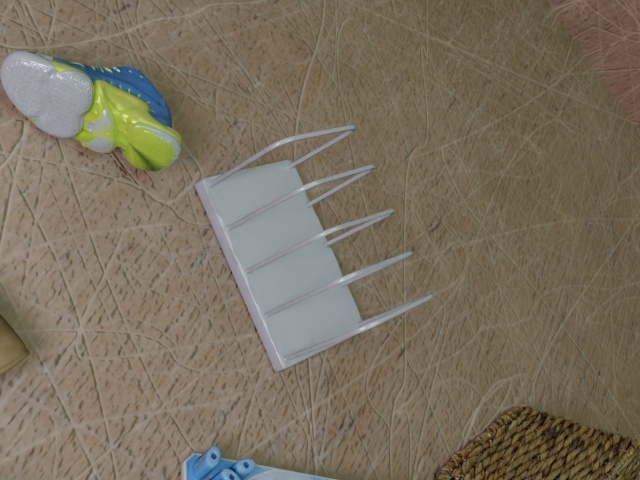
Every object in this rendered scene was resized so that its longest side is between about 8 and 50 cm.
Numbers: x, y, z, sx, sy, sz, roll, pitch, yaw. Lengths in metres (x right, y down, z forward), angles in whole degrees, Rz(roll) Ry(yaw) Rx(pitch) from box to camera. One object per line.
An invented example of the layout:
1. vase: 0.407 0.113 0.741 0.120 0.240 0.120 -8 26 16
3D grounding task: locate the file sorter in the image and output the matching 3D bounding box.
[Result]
1. file sorter: 0.000 0.000 1.338 0.193 0.173 0.277 -19 83 -51

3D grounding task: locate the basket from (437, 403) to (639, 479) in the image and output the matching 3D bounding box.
1. basket: 0.338 0.420 1.532 0.299 0.223 0.213 -24 121 -51

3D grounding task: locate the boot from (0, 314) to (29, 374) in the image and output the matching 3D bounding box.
1. boot: -0.425 0.051 0.915 0.269 0.089 0.236 59 40 -6

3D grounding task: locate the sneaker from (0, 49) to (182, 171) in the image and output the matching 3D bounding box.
1. sneaker: -0.280 -0.177 1.218 0.240 0.091 0.126 32 30 -31

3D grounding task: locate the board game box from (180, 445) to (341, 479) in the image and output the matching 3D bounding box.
1. board game box: 0.030 0.443 1.120 0.390 0.050 0.389 19 45 -30
